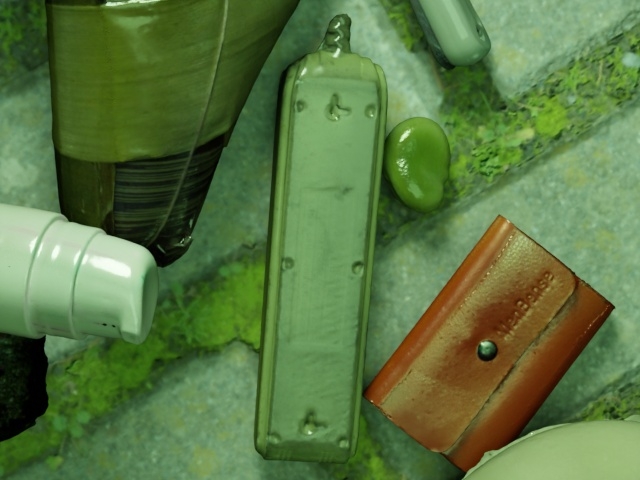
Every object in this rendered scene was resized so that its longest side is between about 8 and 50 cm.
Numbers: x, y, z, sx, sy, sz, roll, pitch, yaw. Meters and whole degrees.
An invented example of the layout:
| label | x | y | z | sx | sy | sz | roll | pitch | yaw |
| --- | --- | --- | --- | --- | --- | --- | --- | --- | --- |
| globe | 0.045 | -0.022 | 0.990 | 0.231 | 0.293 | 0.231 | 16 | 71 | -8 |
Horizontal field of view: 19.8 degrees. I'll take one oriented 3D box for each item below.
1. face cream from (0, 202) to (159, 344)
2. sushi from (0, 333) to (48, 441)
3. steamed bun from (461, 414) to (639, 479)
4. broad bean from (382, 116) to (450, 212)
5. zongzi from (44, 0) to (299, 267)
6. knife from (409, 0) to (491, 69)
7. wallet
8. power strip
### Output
| label | x | y | z | sx | sy | sz | roll | pitch | yaw |
| --- | --- | --- | --- | --- | --- | --- | --- | --- | --- |
| face cream | -0.291 | 0.012 | 1.426 | 0.345 | 0.102 | 0.102 | 10 | 97 | 11 |
| sushi | -0.333 | 0.110 | 1.485 | 0.225 | 0.124 | 0.127 | -3 | 104 | -16 |
| steamed bun | 0.250 | 0.348 | 1.560 | 0.374 | 0.241 | 0.374 | -2 | 108 | -7 |
| broad bean | 0.082 | -0.065 | 1.582 | 0.063 | 0.045 | 0.083 | -3 | 91 | -12 |
| zongzi | -0.075 | -0.144 | 1.506 | 0.317 | 0.154 | 0.289 | -16 | 118 | -32 |
| knife | 0.073 | -0.269 | 1.539 | 0.040 | 0.073 | 0.265 | -22 | 101 | 25 |
| wallet | 0.150 | 0.097 | 1.616 | 0.142 | 0.045 | 0.204 | 38 | 90 | -15 |
| power strip | 0.000 | 0.000 | 1.567 | 0.092 | 0.066 | 0.387 | 3 | 100 | -10 |
